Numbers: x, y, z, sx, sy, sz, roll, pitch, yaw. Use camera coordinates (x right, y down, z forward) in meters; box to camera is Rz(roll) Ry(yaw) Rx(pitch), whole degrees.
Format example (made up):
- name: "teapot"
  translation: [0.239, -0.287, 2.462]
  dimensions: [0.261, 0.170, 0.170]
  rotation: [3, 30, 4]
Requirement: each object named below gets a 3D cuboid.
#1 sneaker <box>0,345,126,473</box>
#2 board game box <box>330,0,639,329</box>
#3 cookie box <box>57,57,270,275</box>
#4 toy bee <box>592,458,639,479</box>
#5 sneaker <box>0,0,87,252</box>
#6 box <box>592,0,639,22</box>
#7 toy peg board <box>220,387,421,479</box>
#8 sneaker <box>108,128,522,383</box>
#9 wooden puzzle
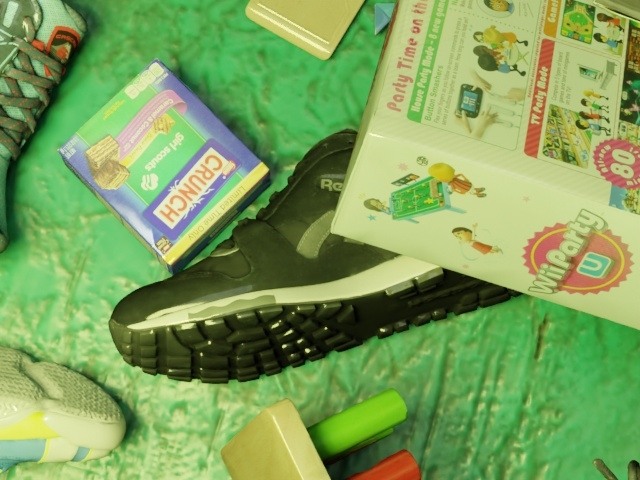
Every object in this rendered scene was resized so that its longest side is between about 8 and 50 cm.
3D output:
- name: "sneaker"
  translation: [-0.246, 0.129, 0.824]
  dimensions: [0.240, 0.091, 0.126]
  rotation: [12, 104, -3]
- name: "board game box"
  translation: [0.181, -0.069, 0.791]
  dimensions: [0.303, 0.097, 0.224]
  rotation: [18, 52, -2]
- name: "cookie box"
  translation: [-0.101, -0.048, 0.866]
  dimensions: [0.107, 0.040, 0.092]
  rotation: [45, 82, 7]
- name: "toy bee"
  translation: [0.134, 0.258, 0.741]
  dimensions: [0.162, 0.195, 0.298]
  rotation: [-14, 97, 15]
- name: "sneaker"
  translation: [-0.211, -0.117, 0.849]
  dimensions: [0.125, 0.104, 0.262]
  rotation: [-9, 80, -4]
- name: "box"
  translation: [0.323, -0.226, 0.821]
  dimensions: [0.242, 0.076, 0.307]
  rotation: [20, 55, 4]
- name: "toy peg board"
  translation: [0.022, 0.167, 0.773]
  dimensions: [0.079, 0.161, 0.161]
  rotation: [-24, 80, -19]
- name: "sneaker"
  translation: [0.000, 0.000, 0.837]
  dimensions: [0.283, 0.107, 0.124]
  rotation: [-14, 65, -11]
- name: "wooden puzzle"
  translation: [-0.006, -0.168, 0.904]
  dimensions: [0.116, 0.014, 0.079]
  rotation: [37, 86, 7]
